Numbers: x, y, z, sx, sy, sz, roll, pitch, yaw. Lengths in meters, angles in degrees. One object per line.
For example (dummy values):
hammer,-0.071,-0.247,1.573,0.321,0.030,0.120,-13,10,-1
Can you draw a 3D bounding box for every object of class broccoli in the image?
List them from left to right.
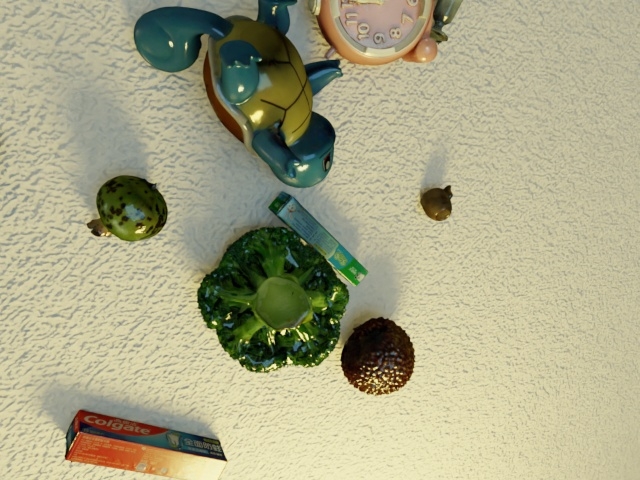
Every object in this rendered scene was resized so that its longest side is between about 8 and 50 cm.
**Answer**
broccoli,-0.089,0.108,0.905,0.297,0.297,0.298,1,77,-5

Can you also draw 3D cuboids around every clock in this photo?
clock,0.094,-0.453,0.911,0.241,0.142,0.227,-7,111,-15

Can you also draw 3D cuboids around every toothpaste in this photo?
toothpaste,-0.350,0.430,0.981,0.320,0.076,0.066,29,91,-31
toothpaste,0.000,0.000,1.031,0.050,0.065,0.266,-50,120,-6

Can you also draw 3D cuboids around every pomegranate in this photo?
pomegranate,-0.341,-0.045,0.825,0.161,0.122,0.122,-29,119,10

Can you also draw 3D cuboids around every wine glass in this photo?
wine glass,0.272,-0.505,1.012,0.072,0.072,0.155,22,96,-30

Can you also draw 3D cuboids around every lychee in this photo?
lychee,0.140,0.280,1.126,0.188,0.188,0.188,-8,109,-24

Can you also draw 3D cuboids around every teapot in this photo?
teapot,0.297,-0.081,1.151,0.085,0.080,0.110,-33,136,18

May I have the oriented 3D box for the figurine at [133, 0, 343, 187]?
figurine,-0.101,-0.254,0.809,0.416,0.243,0.298,37,46,-29
